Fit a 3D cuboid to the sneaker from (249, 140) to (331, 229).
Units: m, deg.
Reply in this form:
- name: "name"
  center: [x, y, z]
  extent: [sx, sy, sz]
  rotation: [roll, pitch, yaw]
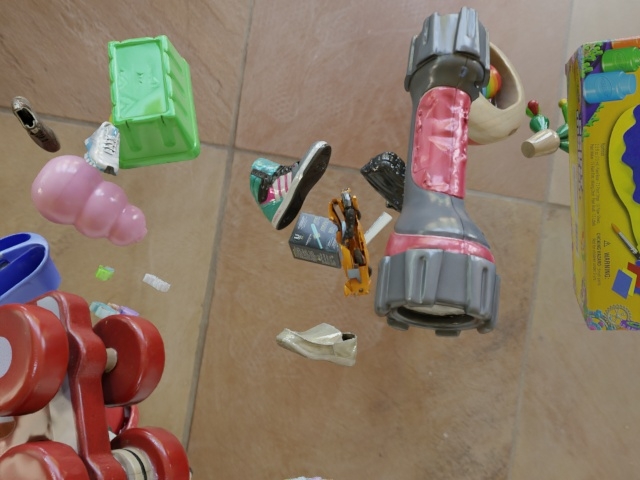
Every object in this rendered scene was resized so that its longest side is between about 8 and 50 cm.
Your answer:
- name: "sneaker"
  center: [-0.102, -0.194, 1.629]
  extent: [0.178, 0.124, 0.295]
  rotation: [43, 117, 17]

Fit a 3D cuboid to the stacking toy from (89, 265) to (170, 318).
- name: "stacking toy"
  center: [-0.387, 0.140, 1.089]
  extent: [0.052, 0.221, 0.167]
  rotation: [26, 88, 17]

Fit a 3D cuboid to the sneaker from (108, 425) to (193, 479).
- name: "sneaker"
  center: [-0.294, 0.288, 0.723]
  extent: [0.272, 0.100, 0.108]
  rotation: [34, 56, -21]

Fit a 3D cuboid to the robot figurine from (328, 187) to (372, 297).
- name: "robot figurine"
  center: [0.081, 0.004, 1.549]
  extent: [0.085, 0.211, 0.290]
  rotation: [-11, 86, 6]

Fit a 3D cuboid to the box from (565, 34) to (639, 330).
- name: "box"
  center: [0.418, -0.069, 0.603]
  extent: [0.279, 0.177, 0.289]
  rotation: [-3, 99, 19]

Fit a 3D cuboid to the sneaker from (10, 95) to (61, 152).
- name: "sneaker"
  center: [-0.814, -0.316, 1.632]
  extent: [0.066, 0.071, 0.188]
  rotation: [-28, 130, -1]

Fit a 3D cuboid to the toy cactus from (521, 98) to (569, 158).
- name: "toy cactus"
  center: [0.460, -0.202, 1.088]
  extent: [0.181, 0.112, 0.219]
  rotation: [-23, 59, -26]

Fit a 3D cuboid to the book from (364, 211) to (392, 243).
- name: "book"
  center: [0.173, -0.019, 1.911]
  extent: [0.035, 0.096, 0.144]
  rotation: [40, 64, 8]

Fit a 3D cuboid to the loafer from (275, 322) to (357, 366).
- name: "loafer"
  center: [-0.004, 0.255, 1.460]
  extent: [0.269, 0.102, 0.092]
  rotation: [24, 82, -45]

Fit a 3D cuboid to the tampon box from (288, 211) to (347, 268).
- name: "tampon box"
  center: [0.000, 0.000, 1.786]
  extent: [0.161, 0.101, 0.120]
  rotation: [13, 61, 17]

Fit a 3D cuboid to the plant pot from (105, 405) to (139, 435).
- name: "plant pot"
  center: [-0.388, 0.278, 0.868]
  extent: [0.191, 0.191, 0.174]
  rotation: [-45, 115, -8]

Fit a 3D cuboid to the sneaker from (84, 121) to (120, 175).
- name: "sneaker"
  center: [-0.484, -0.215, 1.293]
  extent: [0.071, 0.190, 0.083]
  rotation: [26, 108, -41]

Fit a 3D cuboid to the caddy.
- name: "caddy"
  center: [-0.991, 0.119, 1.784]
  extent: [0.241, 0.179, 0.341]
  rotation: [28, 57, 30]

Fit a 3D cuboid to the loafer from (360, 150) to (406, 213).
- name: "loafer"
  center: [0.167, -0.088, 1.141]
  extent: [0.223, 0.078, 0.076]
  rotation: [42, 44, -31]

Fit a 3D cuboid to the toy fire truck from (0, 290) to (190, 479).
- name: "toy fire truck"
  center: [-0.294, 0.208, 0.579]
  extent: [0.254, 0.169, 0.302]
  rotation: [-24, 70, 20]

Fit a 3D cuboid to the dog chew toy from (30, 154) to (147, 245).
- name: "dog chew toy"
  center: [-0.664, -0.101, 1.685]
  extent: [0.332, 0.206, 0.206]
  rotation: [34, 83, -15]

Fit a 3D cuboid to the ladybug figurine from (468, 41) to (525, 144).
- name: "ladybug figurine"
  center: [0.363, -0.369, 1.443]
  extent: [0.449, 0.162, 0.305]
  rotation: [-28, 87, -49]

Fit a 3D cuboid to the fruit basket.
- name: "fruit basket"
  center: [-0.514, -0.369, 1.723]
  extent: [0.283, 0.392, 0.391]
  rotation: [-9, 91, -6]

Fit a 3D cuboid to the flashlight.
- name: "flashlight"
  center: [0.113, -0.072, 0.518]
  extent: [0.103, 0.103, 0.304]
  rotation: [-3, 66, 29]

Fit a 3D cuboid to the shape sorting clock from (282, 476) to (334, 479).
- name: "shape sorting clock"
  center: [-0.028, 0.618, 1.411]
  extent: [0.206, 0.206, 0.040]
  rotation: [0, 88, -11]
